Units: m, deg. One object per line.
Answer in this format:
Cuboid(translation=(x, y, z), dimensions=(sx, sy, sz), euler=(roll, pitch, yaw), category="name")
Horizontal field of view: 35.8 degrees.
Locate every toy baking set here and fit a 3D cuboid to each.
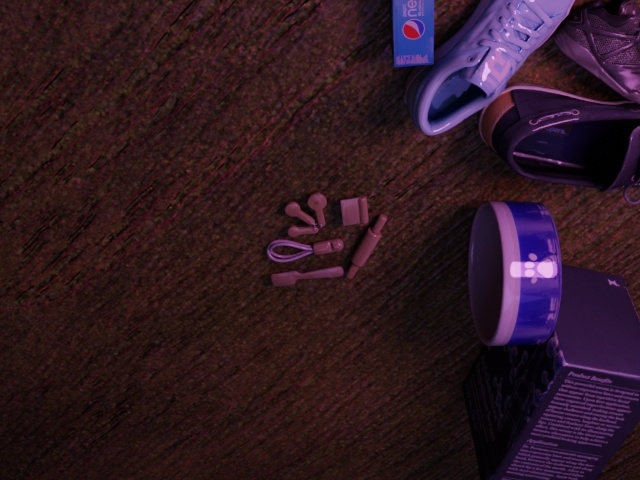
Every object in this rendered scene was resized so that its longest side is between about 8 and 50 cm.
Cuboid(translation=(0.007, 0.001, 1.901), dimensions=(0.197, 0.030, 0.256), euler=(16, 126, -11), category="toy baking set")

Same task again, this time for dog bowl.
Cuboid(translation=(0.349, 0.060, 1.808), dimensions=(0.104, 0.265, 0.265), euler=(0, 129, -5), category="dog bowl")

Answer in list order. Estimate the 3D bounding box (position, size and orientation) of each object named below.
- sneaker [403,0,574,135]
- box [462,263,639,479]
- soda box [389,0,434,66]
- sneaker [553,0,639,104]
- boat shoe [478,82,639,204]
Cuboid(translation=(0.285, -0.298, 1.589), dimensions=(0.135, 0.150, 0.366), euler=(29, 122, -24), category="sneaker")
Cuboid(translation=(0.466, 0.290, 1.980), dimensions=(0.212, 0.293, 0.395), euler=(12, 127, -12), category="box")
Cuboid(translation=(0.144, -0.383, 1.565), dimensions=(0.067, 0.071, 0.210), euler=(-3, 129, 1), category="soda box")
Cuboid(translation=(0.508, -0.311, 1.614), dimensions=(0.227, 0.087, 0.130), euler=(34, 124, -8), category="sneaker")
Cuboid(translation=(0.523, -0.158, 1.711), dimensions=(0.500, 0.156, 0.187), euler=(7, 127, -10), category="boat shoe")
